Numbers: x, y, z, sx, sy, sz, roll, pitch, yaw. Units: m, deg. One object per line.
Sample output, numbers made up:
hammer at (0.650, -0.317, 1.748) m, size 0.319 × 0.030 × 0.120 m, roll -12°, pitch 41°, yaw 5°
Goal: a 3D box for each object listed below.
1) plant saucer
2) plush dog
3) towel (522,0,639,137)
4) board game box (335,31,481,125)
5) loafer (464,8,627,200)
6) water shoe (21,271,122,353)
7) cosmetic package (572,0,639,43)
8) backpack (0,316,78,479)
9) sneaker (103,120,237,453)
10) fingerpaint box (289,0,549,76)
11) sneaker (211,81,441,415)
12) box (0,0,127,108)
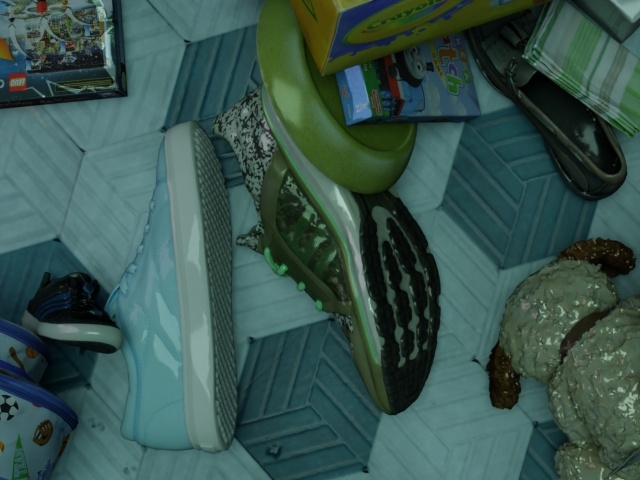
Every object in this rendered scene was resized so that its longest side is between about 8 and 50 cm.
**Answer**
plant saucer at (0.031, -0.167, 1.283) m, size 0.037 × 0.241 × 0.241 m, roll -24°, pitch 85°, yaw 36°
plush dog at (0.286, 0.120, 1.280) m, size 0.225 × 0.210 × 0.262 m, roll 40°, pitch 90°, yaw 32°
towel at (0.295, -0.192, 1.313) m, size 0.152 × 0.023 × 0.113 m, roll 34°, pitch 54°, yaw -9°
board game box at (0.086, -0.204, 1.293) m, size 0.039 × 0.211 × 0.160 m, roll -15°, pitch 86°, yaw 37°
loafer at (0.253, -0.168, 1.328) m, size 0.096 × 0.084 × 0.267 m, roll -34°, pitch 86°, yaw -3°
water shoe at (-0.271, 0.072, 1.323) m, size 0.073 × 0.203 × 0.080 m, roll 20°, pitch 81°, yaw -34°
cosmetic package at (0.275, -0.326, 1.320) m, size 0.085 × 0.117 × 0.231 m, roll -44°, pitch 83°, yaw 3°
backpack at (-0.393, 0.179, 1.307) m, size 0.263 × 0.276 × 0.213 m, roll 26°, pitch 77°, yaw 3°
sneaker at (-0.179, 0.052, 1.341) m, size 0.150 × 0.135 × 0.366 m, roll -3°, pitch 83°, yaw 9°
fingerpaint box at (0.143, -0.410, 1.174) m, size 0.444 × 0.163 × 0.371 m, roll -21°, pitch 79°, yaw -11°
sneaker at (0.000, 0.000, 1.348) m, size 0.182 × 0.158 × 0.410 m, roll -21°, pitch 87°, yaw 35°
box at (-0.346, -0.237, 1.410) m, size 0.233 × 0.044 × 0.159 m, roll -4°, pitch 87°, yaw 5°
